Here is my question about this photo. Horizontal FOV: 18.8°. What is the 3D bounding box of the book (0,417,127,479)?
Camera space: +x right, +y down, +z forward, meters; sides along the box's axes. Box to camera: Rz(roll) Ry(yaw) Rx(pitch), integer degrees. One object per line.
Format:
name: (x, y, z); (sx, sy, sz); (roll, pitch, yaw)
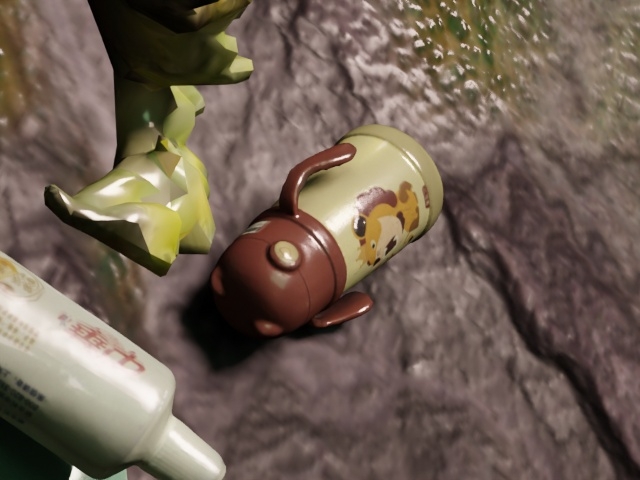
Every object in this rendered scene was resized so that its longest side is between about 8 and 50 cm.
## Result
book: (-0.117, 0.067, 0.558); (0.135, 0.017, 0.103); (8, 63, -35)

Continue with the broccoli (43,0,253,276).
broccoli: (-0.165, -0.108, 0.434); (0.334, 0.272, 0.324); (-50, 128, -10)

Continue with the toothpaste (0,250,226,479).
toothpaste: (-0.125, 0.004, 0.552); (0.233, 0.038, 0.060); (35, 40, -4)

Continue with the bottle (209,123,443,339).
bottle: (0.001, 0.002, 0.675); (0.101, 0.047, 0.063); (-41, 107, -44)
